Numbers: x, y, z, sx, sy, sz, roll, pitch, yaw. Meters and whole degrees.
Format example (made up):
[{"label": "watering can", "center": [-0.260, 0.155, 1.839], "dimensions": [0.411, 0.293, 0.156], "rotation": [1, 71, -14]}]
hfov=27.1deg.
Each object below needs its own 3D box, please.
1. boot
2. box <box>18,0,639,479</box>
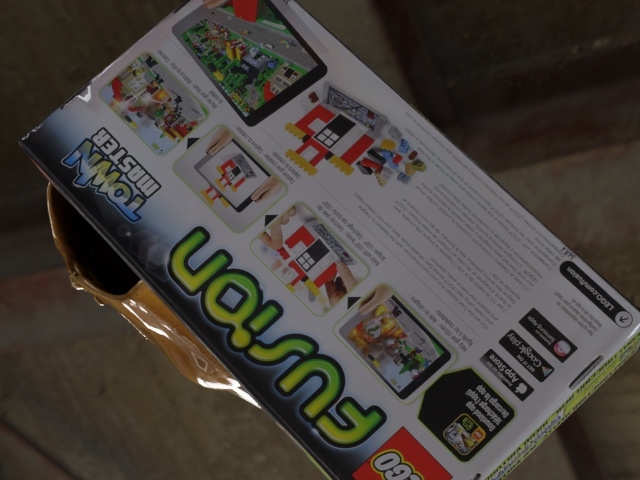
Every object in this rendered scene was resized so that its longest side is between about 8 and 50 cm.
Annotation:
[{"label": "boot", "center": [-0.119, 0.006, 0.954], "dimensions": [0.104, 0.295, 0.211], "rotation": [-47, -52, -1]}, {"label": "box", "center": [0.000, 0.000, 0.475], "dimensions": [0.207, 0.114, 0.036], "rotation": [45, -9, 20]}]
